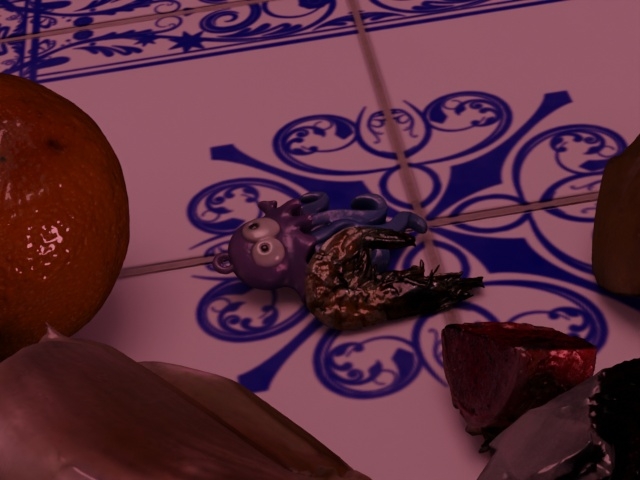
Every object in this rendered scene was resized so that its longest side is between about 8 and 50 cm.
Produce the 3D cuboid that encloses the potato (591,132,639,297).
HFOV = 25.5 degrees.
[{"bbox_3d":[0.334,-0.067,1.168,0.299,0.116,0.239,-24,25,35],"label":"potato"}]

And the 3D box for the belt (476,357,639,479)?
[{"bbox_3d":[0.178,0.217,0.902,0.184,0.164,0.289,-10,30,43],"label":"belt"}]

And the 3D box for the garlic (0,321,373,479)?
[{"bbox_3d":[-0.115,0.165,0.981,0.325,0.132,0.279,20,4,25],"label":"garlic"}]

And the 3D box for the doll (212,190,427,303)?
[{"bbox_3d":[0.000,0.000,1.282,0.205,0.067,0.110,-14,56,-19],"label":"doll"}]

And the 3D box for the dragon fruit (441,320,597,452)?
[{"bbox_3d":[0.157,0.116,1.097,0.102,0.096,0.147,-3,5,-10],"label":"dragon fruit"}]

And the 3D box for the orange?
[{"bbox_3d":[-0.289,-0.017,1.210,0.264,0.264,0.264,-5,37,4],"label":"orange"}]

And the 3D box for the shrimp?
[{"bbox_3d":[0.065,0.028,1.232,0.161,0.091,0.034,-6,-6,-9],"label":"shrimp"}]
